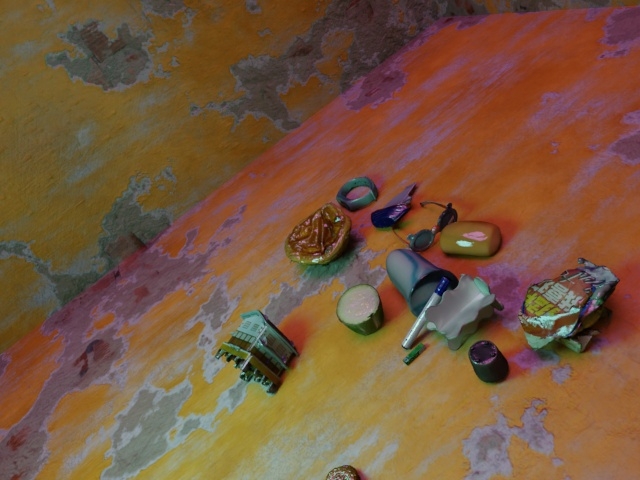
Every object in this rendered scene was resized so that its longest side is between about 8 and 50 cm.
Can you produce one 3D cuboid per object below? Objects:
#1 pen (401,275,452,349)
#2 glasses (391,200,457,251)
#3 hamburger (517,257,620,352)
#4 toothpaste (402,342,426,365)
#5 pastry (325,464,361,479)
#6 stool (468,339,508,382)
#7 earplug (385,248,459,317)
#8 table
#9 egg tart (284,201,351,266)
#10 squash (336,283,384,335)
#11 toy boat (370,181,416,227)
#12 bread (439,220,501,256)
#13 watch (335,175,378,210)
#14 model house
[{"bbox_3d":[0.337,0.233,1.525,0.269,0.033,0.033,-61,32,11],"label":"pen"},{"bbox_3d":[0.392,-0.084,1.918,0.234,0.118,0.268,-40,33,-4],"label":"glasses"},{"bbox_3d":[0.697,0.188,1.313,0.276,0.150,0.260,-34,12,28],"label":"hamburger"},{"bbox_3d":[0.298,0.361,1.516,0.083,0.017,0.020,-40,31,-11],"label":"toothpaste"},{"bbox_3d":[0.061,0.665,1.296,0.097,0.057,0.109,-6,44,28],"label":"pastry"},{"bbox_3d":[0.464,0.334,1.326,0.096,0.110,0.096,-22,39,19],"label":"stool"},{"bbox_3d":[0.323,0.117,1.676,0.185,0.185,0.324,-34,29,-1],"label":"earplug"},{"bbox_3d":[0.427,0.220,1.460,0.198,0.166,0.166,-41,34,-10],"label":"table"},{"bbox_3d":[0.000,0.000,2.106,0.339,0.153,0.351,-41,34,-11],"label":"egg tart"},{"bbox_3d":[0.149,0.254,1.684,0.170,0.123,0.170,-21,35,16],"label":"squash"},{"bbox_3d":[0.319,-0.160,2.115,0.219,0.072,0.318,-27,22,29],"label":"toy boat"},{"bbox_3d":[0.536,-0.013,1.725,0.217,0.098,0.147,-2,48,41],"label":"bread"},{"bbox_3d":[0.183,-0.228,2.329,0.195,0.068,0.237,-37,29,-9],"label":"watch"},{"bbox_3d":[-0.221,0.401,1.729,0.198,0.224,0.215,8,55,48],"label":"model house"}]
